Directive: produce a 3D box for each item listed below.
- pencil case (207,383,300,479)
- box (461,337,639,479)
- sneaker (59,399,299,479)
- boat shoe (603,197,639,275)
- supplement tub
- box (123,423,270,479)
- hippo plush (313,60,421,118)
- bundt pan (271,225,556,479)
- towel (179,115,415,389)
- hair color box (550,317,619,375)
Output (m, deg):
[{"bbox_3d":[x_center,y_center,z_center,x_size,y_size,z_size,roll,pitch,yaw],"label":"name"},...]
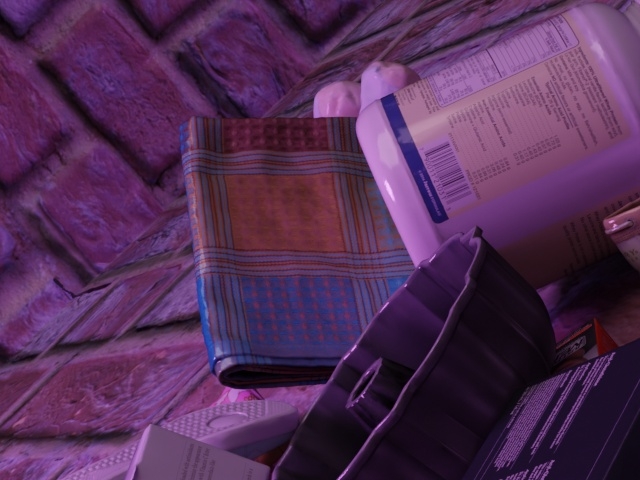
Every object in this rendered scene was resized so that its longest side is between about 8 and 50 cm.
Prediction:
[{"bbox_3d":[-0.164,0.302,1.874,0.386,0.160,0.167,-41,34,-5],"label":"pencil case"},{"bbox_3d":[0.184,0.192,1.349,0.184,0.103,0.261,-32,14,45],"label":"box"},{"bbox_3d":[-0.121,0.252,1.757,0.256,0.151,0.094,-24,14,-17],"label":"sneaker"},{"bbox_3d":[0.384,-0.069,1.675,0.285,0.089,0.104,-40,2,2],"label":"boat shoe"},{"bbox_3d":[0.222,-0.085,1.820,0.325,0.235,0.235,-25,14,4],"label":"supplement tub"},{"bbox_3d":[-0.132,0.285,1.584,0.181,0.119,0.182,-80,12,-66],"label":"box"},{"bbox_3d":[0.064,-0.071,2.322,0.294,0.234,0.236,-34,13,24],"label":"hippo plush"},{"bbox_3d":[0.084,0.156,1.619,0.331,0.124,0.331,-52,7,10],"label":"bundt pan"},{"bbox_3d":[0.000,0.000,1.964,0.040,0.271,0.370,100,165,-46],"label":"towel"},{"bbox_3d":[0.221,0.125,1.612,0.072,0.043,0.141,-37,13,16],"label":"hair color box"}]
